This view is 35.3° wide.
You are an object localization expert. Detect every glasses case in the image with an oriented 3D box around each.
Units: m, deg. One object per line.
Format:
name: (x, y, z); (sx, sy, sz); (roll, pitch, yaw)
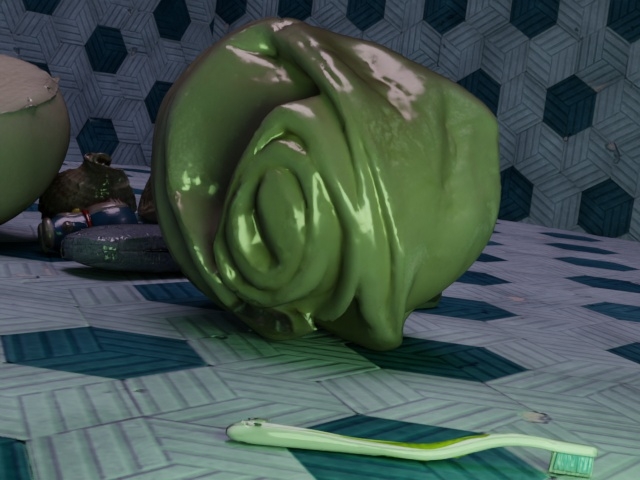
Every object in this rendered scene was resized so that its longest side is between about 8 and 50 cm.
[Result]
glasses case: (-0.224, 0.011, 1.386); (0.109, 0.067, 0.282); (3, 3, 41)

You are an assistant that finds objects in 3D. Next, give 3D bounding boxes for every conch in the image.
conch: (-0.351, -0.060, 1.556); (0.155, 0.207, 0.130); (27, 39, -18)

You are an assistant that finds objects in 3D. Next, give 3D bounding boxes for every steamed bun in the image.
steamed bun: (-0.557, -0.131, 1.464); (0.374, 0.241, 0.374); (7, 23, -3)
steamed bun: (-0.011, -0.036, 1.039); (0.367, 0.342, 0.255); (15, 33, 16)

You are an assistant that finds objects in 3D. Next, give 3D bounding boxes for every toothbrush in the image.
toothbrush: (0.065, 0.141, 0.705); (0.263, 0.026, 0.022); (7, 0, -3)

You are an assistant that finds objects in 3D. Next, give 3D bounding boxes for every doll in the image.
doll: (-0.328, -0.016, 1.454); (0.152, 0.085, 0.114); (-8, -7, -25)

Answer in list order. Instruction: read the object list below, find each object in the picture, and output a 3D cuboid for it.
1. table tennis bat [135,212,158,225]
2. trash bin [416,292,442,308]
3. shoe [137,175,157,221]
table tennis bat: (-0.252, -0.003, 1.647); (0.153, 0.040, 0.244); (4, 11, -38)
trash bin: (0.031, 0.017, 1.389); (0.240, 0.122, 0.164); (9, 6, 42)
shoe: (-0.179, -0.055, 1.614); (0.159, 0.124, 0.316); (25, -2, -25)
